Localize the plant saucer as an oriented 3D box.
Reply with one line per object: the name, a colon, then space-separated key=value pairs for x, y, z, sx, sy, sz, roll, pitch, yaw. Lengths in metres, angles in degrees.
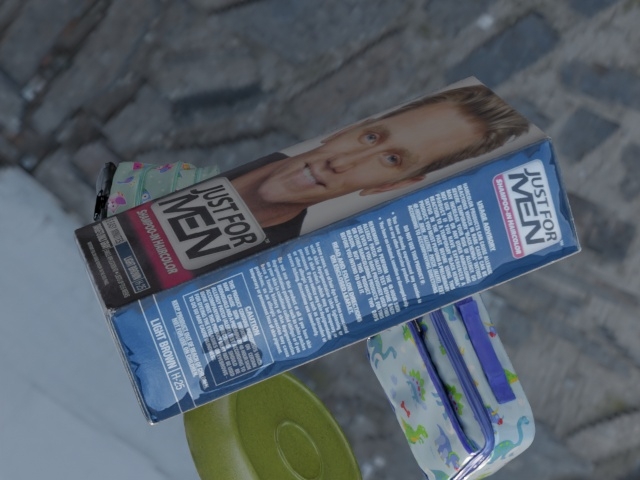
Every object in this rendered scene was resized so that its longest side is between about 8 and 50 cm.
plant saucer: x=-0.031 y=0.203 z=1.739 sx=0.037 sy=0.241 sz=0.241 roll=-35 pitch=106 yaw=25

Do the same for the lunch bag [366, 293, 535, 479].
lunch bag: x=0.142 y=0.152 z=2.059 sx=0.219 sy=0.090 sz=0.176 roll=67 pitch=150 yaw=16

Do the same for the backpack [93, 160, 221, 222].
backpack: x=-0.128 y=-0.001 z=1.576 sx=0.115 sy=0.152 sz=0.182 roll=-6 pitch=156 yaw=4

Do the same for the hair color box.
hair color box: x=0.000 y=0.000 z=1.419 sx=0.347 sy=0.174 sz=0.105 roll=-21 pitch=115 yaw=-8
